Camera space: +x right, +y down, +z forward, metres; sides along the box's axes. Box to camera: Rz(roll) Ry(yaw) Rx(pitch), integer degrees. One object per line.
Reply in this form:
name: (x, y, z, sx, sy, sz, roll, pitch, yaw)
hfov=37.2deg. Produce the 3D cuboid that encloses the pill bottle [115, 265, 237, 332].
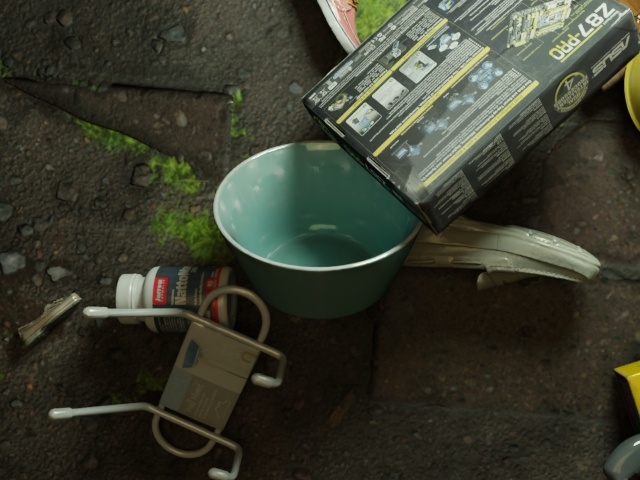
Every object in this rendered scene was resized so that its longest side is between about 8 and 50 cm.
pill bottle: (-0.229, 0.095, 1.522, 0.180, 0.108, 0.108, -1, 91, 5)

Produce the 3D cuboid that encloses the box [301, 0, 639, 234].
box: (0.207, -0.243, 1.383, 0.395, 0.097, 0.318, -43, 47, -1)

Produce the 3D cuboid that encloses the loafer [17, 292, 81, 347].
loafer: (-0.453, 0.125, 1.577, 0.125, 0.045, 0.039, -42, 81, 8)

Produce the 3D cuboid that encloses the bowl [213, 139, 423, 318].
bowl: (0.000, 0.000, 1.432, 0.311, 0.312, 0.163, 4, 131, 5)

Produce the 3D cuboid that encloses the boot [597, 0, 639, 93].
boot: (0.430, -0.343, 1.477, 0.152, 0.073, 0.197, -43, 91, 0)

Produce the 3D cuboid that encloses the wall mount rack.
wall mount rack: (-0.228, 0.216, 1.453, 0.304, 0.130, 0.350, 23, 116, -3)

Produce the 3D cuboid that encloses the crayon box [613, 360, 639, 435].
crayon box: (0.664, 0.325, 1.451, 0.313, 0.106, 0.363, -19, 89, 7)

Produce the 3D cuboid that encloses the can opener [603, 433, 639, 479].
can opener: (0.545, 0.284, 1.372, 0.283, 0.076, 0.095, -35, 88, 5)

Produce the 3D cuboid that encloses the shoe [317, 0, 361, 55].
shoe: (0.039, -0.384, 1.508, 0.081, 0.063, 0.178, -27, 85, 10)

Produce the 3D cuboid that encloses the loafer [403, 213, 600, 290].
loafer: (0.269, 0.027, 1.482, 0.319, 0.112, 0.112, 13, 98, 12)

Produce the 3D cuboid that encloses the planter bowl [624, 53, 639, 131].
planter bowl: (0.576, -0.236, 1.423, 0.217, 0.090, 0.217, -1, 98, -10)
